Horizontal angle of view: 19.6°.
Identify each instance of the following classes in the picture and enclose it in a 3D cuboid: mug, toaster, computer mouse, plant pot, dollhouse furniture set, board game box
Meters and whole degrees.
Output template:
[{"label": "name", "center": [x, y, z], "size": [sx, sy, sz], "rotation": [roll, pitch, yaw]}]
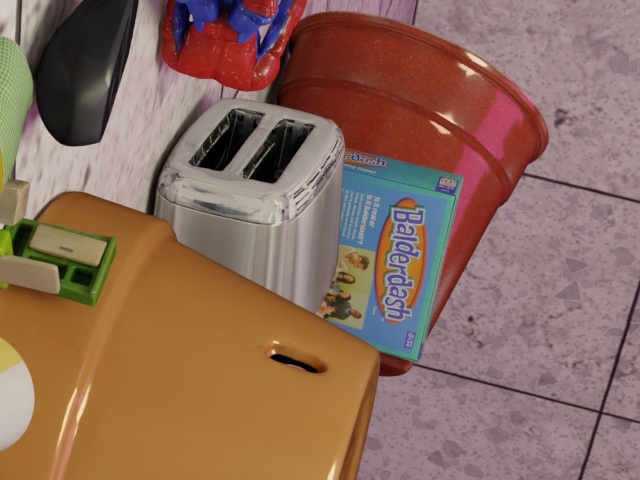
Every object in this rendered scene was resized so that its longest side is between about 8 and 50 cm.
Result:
[{"label": "mug", "center": [-0.178, 0.072, 0.850], "size": [0.062, 0.078, 0.064], "rotation": [-44, 176, 21]}, {"label": "toaster", "center": [-0.059, -0.009, 1.397], "size": [0.227, 0.129, 0.146], "rotation": [-57, 157, -57]}, {"label": "computer mouse", "center": [-0.115, -0.141, 1.014], "size": [0.242, 0.041, 0.071], "rotation": [-79, -176, -46]}, {"label": "plant pot", "center": [0.042, -0.031, 1.756], "size": [0.272, 0.272, 0.265], "rotation": [88, 25, -70]}, {"label": "dollhouse furniture set", "center": [-0.138, -0.023, 0.920], "size": [0.151, 0.058, 0.076], "rotation": [95, 10, -57]}, {"label": "board game box", "center": [0.000, 0.000, 1.545], "size": [0.047, 0.210, 0.160], "rotation": [-63, 167, -64]}, {"label": "plant pot", "center": [-0.086, 0.135, 1.093], "size": [0.291, 0.203, 0.291], "rotation": [15, 90, -83]}]

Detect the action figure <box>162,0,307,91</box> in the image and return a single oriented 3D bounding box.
[{"label": "action figure", "center": [-0.048, -0.179, 1.175], "size": [0.280, 0.091, 0.139], "rotation": [115, -9, -76]}]
